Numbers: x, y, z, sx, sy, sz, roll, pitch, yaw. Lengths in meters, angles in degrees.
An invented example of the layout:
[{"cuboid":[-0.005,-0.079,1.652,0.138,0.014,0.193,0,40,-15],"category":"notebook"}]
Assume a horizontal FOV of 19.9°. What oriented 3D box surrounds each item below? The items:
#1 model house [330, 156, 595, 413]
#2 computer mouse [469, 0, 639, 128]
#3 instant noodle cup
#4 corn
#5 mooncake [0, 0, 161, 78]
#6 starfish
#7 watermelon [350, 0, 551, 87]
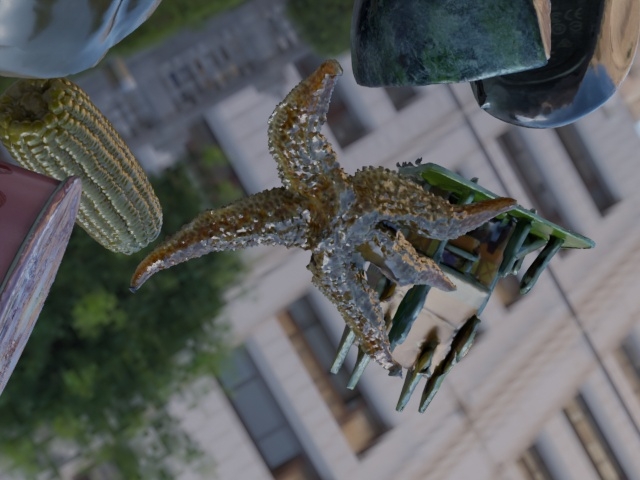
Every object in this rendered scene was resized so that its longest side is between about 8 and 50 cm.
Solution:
[{"cuboid":[0.164,0.079,2.326,0.358,0.242,0.312,-169,-77,-83],"category":"model house"},{"cuboid":[0.250,-0.260,2.022,0.203,0.114,0.374,-4,-127,17],"category":"computer mouse"},{"cuboid":[-0.338,0.018,1.420,0.243,0.231,0.243,-157,-90,-90],"category":"instant noodle cup"},{"cuboid":[-0.316,-0.099,2.431,0.131,0.131,0.344,-29,146,2],"category":"corn"},{"cuboid":[-0.366,-0.413,2.046,0.467,0.467,0.262,-35,162,-40],"category":"mooncake"},{"cuboid":[0.024,0.009,1.700,0.301,0.293,0.084,-49,-149,18],"category":"starfish"},{"cuboid":[0.141,-0.234,1.735,0.226,0.148,0.318,-13,-168,-23],"category":"watermelon"}]
